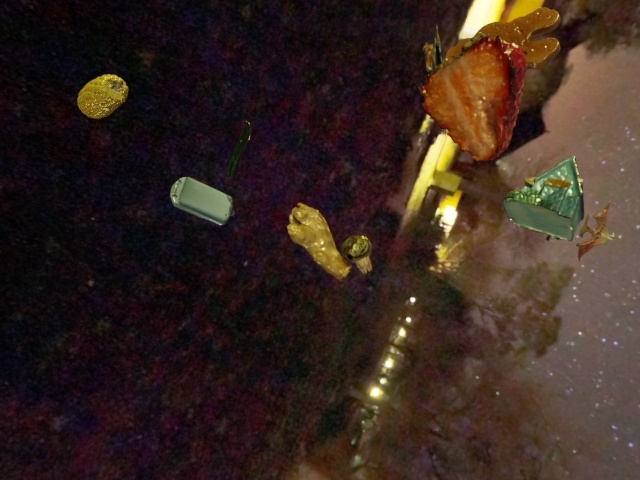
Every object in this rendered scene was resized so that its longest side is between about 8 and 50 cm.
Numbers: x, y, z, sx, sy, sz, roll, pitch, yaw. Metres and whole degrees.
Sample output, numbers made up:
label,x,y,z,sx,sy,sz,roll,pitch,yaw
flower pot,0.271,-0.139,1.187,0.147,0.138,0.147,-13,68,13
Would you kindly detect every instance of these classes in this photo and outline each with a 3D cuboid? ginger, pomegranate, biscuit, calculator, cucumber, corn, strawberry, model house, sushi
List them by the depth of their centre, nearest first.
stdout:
label,x,y,z,sx,sy,sz,roll,pitch,yaw
corn,-0.433,-0.282,0.840,0.067,0.206,0.067,-6,99,-40
strawberry,0.424,-0.371,1.076,0.150,0.280,0.253,-23,161,-41
biscuit,0.497,-0.529,1.178,0.044,0.295,0.186,31,65,-52
cucumber,-0.244,-0.266,1.264,0.036,0.033,0.184,-87,-157,-67
calculator,-0.370,-0.125,1.354,0.039,0.210,0.121,-41,-146,44
model house,0.783,-0.168,1.442,0.261,0.226,0.241,34,84,-55
sushi,0.407,-0.567,1.527,0.292,0.059,0.294,59,36,-44
pomegranate,0.162,0.047,1.716,0.125,0.163,0.138,-49,162,-5
ginger,-0.011,-0.011,1.766,0.166,0.375,0.236,-44,137,1

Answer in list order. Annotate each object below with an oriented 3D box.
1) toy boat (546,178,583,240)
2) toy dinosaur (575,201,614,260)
label,x,y,z,sx,sy,sz,roll,pitch,yaw
toy boat,0.934,-0.123,1.653,0.114,0.115,0.262,13,89,-43
toy dinosaur,0.926,-0.026,1.429,0.032,0.108,0.220,-35,146,-68
